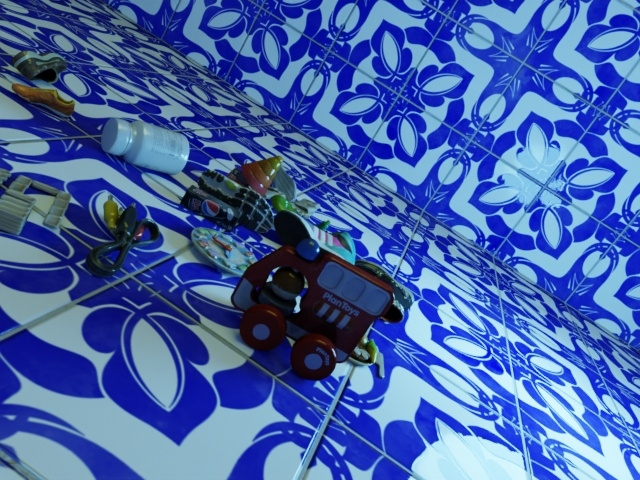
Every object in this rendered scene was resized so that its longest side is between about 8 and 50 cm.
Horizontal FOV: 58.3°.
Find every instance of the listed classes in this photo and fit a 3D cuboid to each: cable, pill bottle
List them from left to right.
[{"bbox_3d":[-0.435,0.008,1.257,0.139,0.072,0.287,42,25,-28],"label":"cable"},{"bbox_3d":[-0.519,-0.282,1.701,0.229,0.131,0.131,13,26,-45],"label":"pill bottle"}]

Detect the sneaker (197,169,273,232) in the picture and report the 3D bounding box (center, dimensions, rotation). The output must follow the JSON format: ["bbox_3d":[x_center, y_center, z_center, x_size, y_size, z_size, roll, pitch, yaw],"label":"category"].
[{"bbox_3d":[-0.252,-0.130,1.800,0.279,0.107,0.118,38,5,6],"label":"sneaker"}]

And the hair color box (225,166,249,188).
[{"bbox_3d":[-0.276,-0.193,1.885,0.072,0.043,0.141,39,-15,-13],"label":"hair color box"}]

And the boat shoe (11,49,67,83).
[{"bbox_3d":[-0.904,-0.554,1.882,0.095,0.095,0.257,54,15,-9],"label":"boat shoe"}]

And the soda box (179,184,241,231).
[{"bbox_3d":[-0.316,-0.093,1.664,0.168,0.053,0.060,29,18,-8],"label":"soda box"}]

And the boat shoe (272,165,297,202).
[{"bbox_3d":[-0.143,-0.219,2.226,0.076,0.083,0.226,76,-7,-57],"label":"boat shoe"}]

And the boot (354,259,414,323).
[{"bbox_3d":[0.178,0.155,1.778,0.236,0.085,0.178,35,21,6],"label":"boot"}]

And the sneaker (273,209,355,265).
[{"bbox_3d":[0.000,0.000,1.818,0.295,0.124,0.178,43,24,10],"label":"sneaker"}]

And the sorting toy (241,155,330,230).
[{"bbox_3d":[-0.094,-0.141,1.857,0.365,0.126,0.127,47,15,-25],"label":"sorting toy"}]

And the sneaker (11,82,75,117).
[{"bbox_3d":[-0.817,-0.429,1.700,0.175,0.068,0.064,19,24,-30],"label":"sneaker"}]

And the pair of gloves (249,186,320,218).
[{"bbox_3d":[-0.128,-0.140,2.044,0.239,0.042,0.204,21,13,4],"label":"pair of gloves"}]

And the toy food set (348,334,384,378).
[{"bbox_3d":[0.085,0.259,1.429,0.192,0.039,0.132,29,18,-9],"label":"toy food set"}]

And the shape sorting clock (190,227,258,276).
[{"bbox_3d":[-0.243,0.028,1.492,0.206,0.040,0.206,29,19,-11],"label":"shape sorting clock"}]

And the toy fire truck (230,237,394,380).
[{"bbox_3d":[-0.025,0.129,1.240,0.302,0.254,0.169,31,18,-3],"label":"toy fire truck"}]

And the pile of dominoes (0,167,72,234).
[{"bbox_3d":[-0.634,-0.082,1.189,0.195,0.040,0.251,24,12,-23],"label":"pile of dominoes"}]
